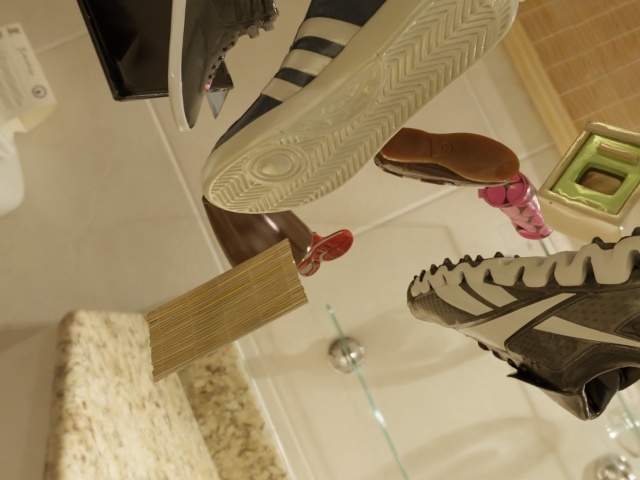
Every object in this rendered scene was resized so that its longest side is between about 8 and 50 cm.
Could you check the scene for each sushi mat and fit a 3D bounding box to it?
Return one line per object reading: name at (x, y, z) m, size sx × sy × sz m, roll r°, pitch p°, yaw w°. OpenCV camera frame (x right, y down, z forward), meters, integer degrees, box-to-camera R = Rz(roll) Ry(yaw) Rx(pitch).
sushi mat at (-0.177, 0.122, 1.003) m, size 0.019 × 0.316 × 0.151 m, roll 53°, pitch 11°, yaw -52°

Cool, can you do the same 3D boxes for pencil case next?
pencil case at (0.408, -0.069, 1.146) m, size 0.209 × 0.098 × 0.095 m, roll 31°, pitch 49°, yaw -45°

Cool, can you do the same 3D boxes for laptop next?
laptop at (-0.340, -0.428, 1.069) m, size 0.407 × 0.236 × 0.382 m, roll -26°, pitch 98°, yaw -50°

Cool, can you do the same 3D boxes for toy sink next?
toy sink at (0.513, -0.115, 0.971) m, size 0.152 × 0.234 × 0.131 m, roll 33°, pitch -9°, yaw 41°

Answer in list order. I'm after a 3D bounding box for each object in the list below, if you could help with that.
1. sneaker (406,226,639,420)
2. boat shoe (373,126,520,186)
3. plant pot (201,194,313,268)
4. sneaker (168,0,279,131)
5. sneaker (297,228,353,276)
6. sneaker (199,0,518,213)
sneaker at (0.138, 0.058, 0.356) m, size 0.234 × 0.078 × 0.106 m, roll -16°, pitch -105°, yaw 56°
boat shoe at (0.179, -0.117, 0.816) m, size 0.073 × 0.206 × 0.073 m, roll 94°, pitch 10°, yaw -71°
plant pot at (-0.168, -0.041, 1.315) m, size 0.230 × 0.215 × 0.215 m, roll 53°, pitch 3°, yaw -32°
sneaker at (-0.139, -0.286, 0.805) m, size 0.105 × 0.146 × 0.296 m, roll -105°, pitch -156°, yaw -55°
sneaker at (0.000, 0.000, 1.592) m, size 0.087 × 0.221 × 0.128 m, roll 31°, pitch 39°, yaw -36°
sneaker at (0.009, -0.161, 0.535) m, size 0.131 × 0.350 × 0.148 m, roll 22°, pitch 43°, yaw -47°
